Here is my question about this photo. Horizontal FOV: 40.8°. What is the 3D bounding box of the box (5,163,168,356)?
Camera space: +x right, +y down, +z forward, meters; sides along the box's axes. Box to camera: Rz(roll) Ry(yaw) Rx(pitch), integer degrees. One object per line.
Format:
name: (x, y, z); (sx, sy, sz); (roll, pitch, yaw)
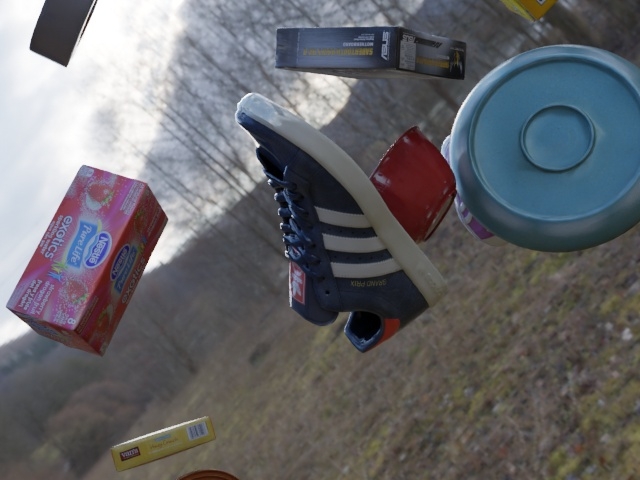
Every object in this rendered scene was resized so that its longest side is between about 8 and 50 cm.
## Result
box: (-0.351, 0.030, 1.326); (0.128, 0.123, 0.256); (76, -146, -64)

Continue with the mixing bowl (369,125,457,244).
mixing bowl: (0.129, -0.059, 1.216); (0.181, 0.098, 0.181); (-53, -13, -17)

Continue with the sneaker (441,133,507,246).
sneaker: (0.336, -0.071, 1.691); (0.102, 0.282, 0.161); (-38, 34, -4)

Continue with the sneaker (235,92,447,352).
sneaker: (0.000, 0.000, 0.927); (0.148, 0.350, 0.131); (-44, 33, -3)

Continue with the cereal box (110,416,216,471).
cereal box: (-0.284, 0.365, 1.539); (0.173, 0.047, 0.240); (-16, -10, -15)

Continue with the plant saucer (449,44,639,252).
plant saucer: (0.338, -0.141, 1.228); (0.317, 0.317, 0.044); (-49, -23, 2)

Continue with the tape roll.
tape roll: (-0.435, -0.417, 1.513); (0.219, 0.072, 0.219); (-56, 19, 31)

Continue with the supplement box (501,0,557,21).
supplement box: (0.384, -0.558, 1.378); (0.356, 0.194, 0.195); (-46, 15, 15)

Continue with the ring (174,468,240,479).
ring: (-0.201, 0.558, 1.452); (0.032, 0.336, 0.336); (-2, 36, 40)

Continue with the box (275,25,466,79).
box: (0.075, -0.256, 1.190); (0.231, 0.183, 0.056); (-11, -75, -59)
